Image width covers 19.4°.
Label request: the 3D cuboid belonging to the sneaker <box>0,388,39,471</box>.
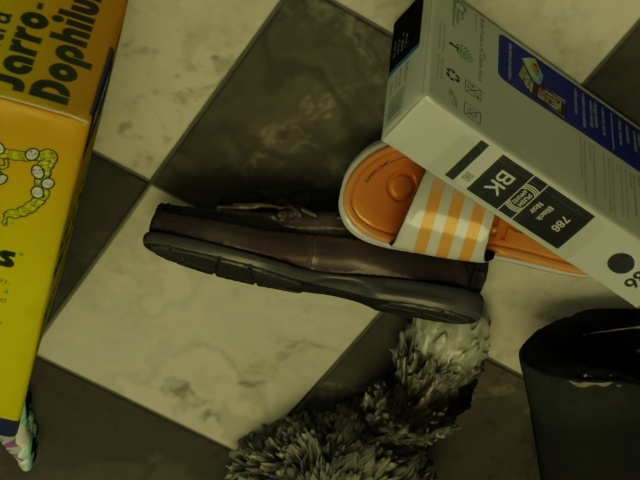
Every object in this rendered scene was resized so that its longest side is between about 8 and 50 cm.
[{"bbox_3d":[-0.316,0.184,1.842,0.069,0.038,0.098,2,120,6],"label":"sneaker"}]

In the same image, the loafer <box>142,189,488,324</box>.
[{"bbox_3d":[0.000,0.000,1.639,0.302,0.095,0.109,13,170,-2],"label":"loafer"}]

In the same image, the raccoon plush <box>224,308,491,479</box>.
[{"bbox_3d":[0.009,0.284,1.720,0.216,0.299,0.446,12,129,-4],"label":"raccoon plush"}]

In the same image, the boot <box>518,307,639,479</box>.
[{"bbox_3d":[0.226,0.270,1.765,0.367,0.146,0.445,-13,134,-6],"label":"boot"}]

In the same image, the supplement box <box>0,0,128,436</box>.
[{"bbox_3d":[-0.298,-0.041,1.552,0.195,0.194,0.356,14,129,-6],"label":"supplement box"}]

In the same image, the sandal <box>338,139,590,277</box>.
[{"bbox_3d":[0.150,-0.028,1.574,0.265,0.076,0.102,10,89,-10],"label":"sandal"}]

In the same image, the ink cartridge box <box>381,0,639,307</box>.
[{"bbox_3d":[0.199,-0.060,1.507,0.332,0.165,0.065,32,125,-18],"label":"ink cartridge box"}]
